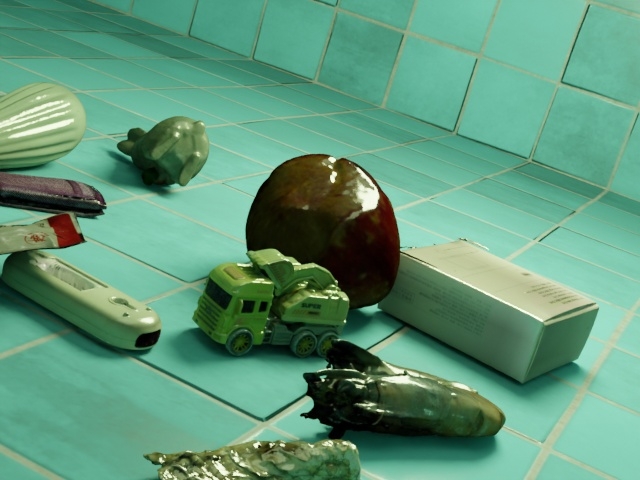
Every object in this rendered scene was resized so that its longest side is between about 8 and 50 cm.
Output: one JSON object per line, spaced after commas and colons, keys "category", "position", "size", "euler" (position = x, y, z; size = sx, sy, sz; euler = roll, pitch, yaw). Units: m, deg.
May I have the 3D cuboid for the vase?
{"category": "vase", "position": [-0.477, -0.170, 1.642], "size": [0.128, 0.128, 0.248], "euler": [23, 26, 19]}

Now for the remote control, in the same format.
{"category": "remote control", "position": [-0.273, 0.063, 1.203], "size": [0.221, 0.042, 0.078], "euler": [24, 16, 27]}

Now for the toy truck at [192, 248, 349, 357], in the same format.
{"category": "toy truck", "position": [-0.049, 0.071, 1.273], "size": [0.191, 0.116, 0.085], "euler": [6, 18, -35]}

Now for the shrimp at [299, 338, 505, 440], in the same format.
{"category": "shrimp", "position": [0.076, 0.163, 1.191], "size": [0.289, 0.075, 0.178], "euler": [6, 12, -31]}

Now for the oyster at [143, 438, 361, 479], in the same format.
{"category": "oyster", "position": [-0.063, 0.198, 0.940], "size": [0.200, 0.061, 0.106], "euler": [0, 22, -45]}

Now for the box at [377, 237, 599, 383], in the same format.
{"category": "box", "position": [0.242, 0.092, 1.520], "size": [0.252, 0.106, 0.203], "euler": [25, 17, 30]}

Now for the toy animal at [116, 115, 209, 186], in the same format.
{"category": "toy animal", "position": [-0.270, -0.155, 1.823], "size": [0.108, 0.138, 0.236], "euler": [44, -8, -20]}

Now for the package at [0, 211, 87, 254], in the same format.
{"category": "package", "position": [-0.394, 0.003, 1.208], "size": [0.239, 0.030, 0.154], "euler": [-5, 19, -17]}

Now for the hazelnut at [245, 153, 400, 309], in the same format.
{"category": "hazelnut", "position": [0.000, 0.000, 1.466], "size": [0.218, 0.218, 0.234], "euler": [6, 38, -34]}

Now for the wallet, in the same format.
{"category": "wallet", "position": [-0.405, -0.074, 1.544], "size": [0.166, 0.030, 0.111], "euler": [7, 20, -28]}
